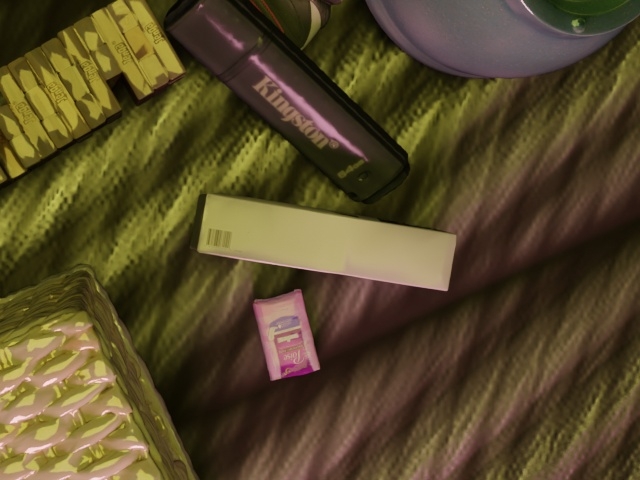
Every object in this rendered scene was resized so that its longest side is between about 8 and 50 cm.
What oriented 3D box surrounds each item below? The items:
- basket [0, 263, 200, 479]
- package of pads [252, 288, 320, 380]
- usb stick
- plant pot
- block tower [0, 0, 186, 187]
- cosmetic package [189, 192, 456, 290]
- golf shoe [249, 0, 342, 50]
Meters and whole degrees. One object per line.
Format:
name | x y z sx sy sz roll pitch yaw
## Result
basket | -0.280 0.236 1.028 0.331 0.266 0.328 -25 97 -7
package of pads | -0.034 0.093 1.183 0.050 0.032 0.083 -14 94 -7
usb stick | -0.028 -0.138 1.133 0.077 0.045 0.278 -38 116 23
plant pot | 0.198 -0.281 1.091 0.293 0.196 0.293 -5 106 -18
block tower | -0.289 -0.101 1.101 0.335 0.091 0.097 -31 96 -7
cosmetic package | 0.000 0.000 1.154 0.239 0.099 0.060 9 88 -11
golf shoe | -0.110 -0.273 1.124 0.273 0.105 0.120 35 93 -9
